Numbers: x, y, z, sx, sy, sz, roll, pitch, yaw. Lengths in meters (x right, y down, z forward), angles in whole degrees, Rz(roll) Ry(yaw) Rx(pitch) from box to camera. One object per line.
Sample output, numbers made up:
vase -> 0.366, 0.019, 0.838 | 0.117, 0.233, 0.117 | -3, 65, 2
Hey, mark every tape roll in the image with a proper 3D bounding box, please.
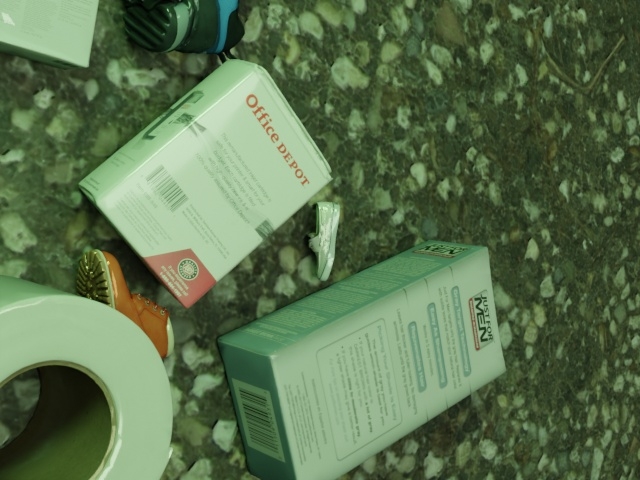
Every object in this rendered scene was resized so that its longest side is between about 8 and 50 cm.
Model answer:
tape roll -> -0.281, 0.160, 0.807 | 0.246, 0.169, 0.246 | -5, 98, -40

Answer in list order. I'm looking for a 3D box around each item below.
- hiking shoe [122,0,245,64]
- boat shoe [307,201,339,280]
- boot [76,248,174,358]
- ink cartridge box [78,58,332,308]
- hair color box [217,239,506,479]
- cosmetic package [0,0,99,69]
hiking shoe -> -0.128, -0.344, 0.935 | 0.132, 0.113, 0.304 | 0, 103, -50
boat shoe -> 0.000, 0.000, 1.116 | 0.035, 0.035, 0.100 | 8, 94, -13
boot -> -0.203, 0.072, 0.940 | 0.084, 0.059, 0.158 | -29, 121, -37
ink cartridge box -> -0.118, -0.064, 0.941 | 0.218, 0.092, 0.159 | -41, 120, -11
hair color box -> 0.067, 0.147, 1.132 | 0.374, 0.113, 0.186 | -22, 109, -35
cosmetic package -> -0.322, -0.233, 0.801 | 0.239, 0.060, 0.099 | 11, 89, -40
